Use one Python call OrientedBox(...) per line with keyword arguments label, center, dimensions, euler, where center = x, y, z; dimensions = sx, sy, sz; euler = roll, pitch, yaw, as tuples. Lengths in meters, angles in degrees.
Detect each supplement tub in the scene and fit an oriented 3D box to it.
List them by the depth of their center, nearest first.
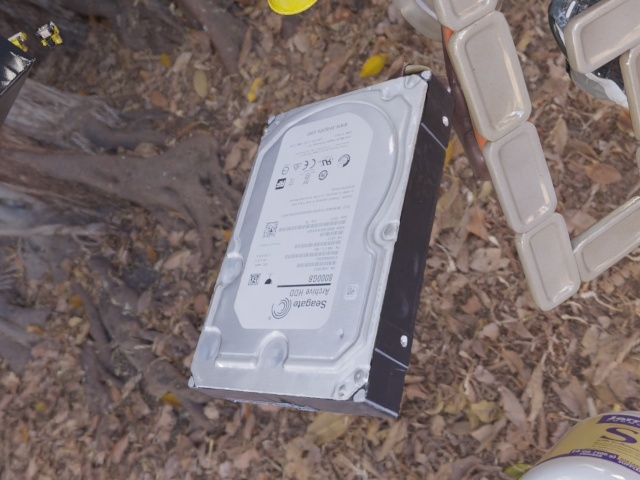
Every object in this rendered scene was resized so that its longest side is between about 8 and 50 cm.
OrientedBox(label="supplement tub", center=(0.412, 0.376, 0.916), dimensions=(0.241, 0.331, 0.241), euler=(2, 94, 35))

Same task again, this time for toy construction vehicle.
OrientedBox(label="toy construction vehicle", center=(-0.404, -0.271, 0.931), dimensions=(0.085, 0.035, 0.098), euler=(-31, 35, -2))

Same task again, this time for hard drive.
OrientedBox(label="hard drive", center=(0.000, 0.000, 0.686), dimensions=(0.236, 0.064, 0.339), euler=(-6, 61, 41))

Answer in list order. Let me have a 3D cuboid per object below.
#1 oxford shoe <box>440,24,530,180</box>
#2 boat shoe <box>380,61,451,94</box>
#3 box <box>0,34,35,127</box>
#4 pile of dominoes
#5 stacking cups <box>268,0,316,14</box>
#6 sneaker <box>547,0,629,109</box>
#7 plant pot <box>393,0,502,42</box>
OrientedBox(label="oxford shoe", center=(0.203, -0.211, 0.906), dimensions=(0.098, 0.096, 0.272), euler=(141, 121, -66))
OrientedBox(label="boat shoe", center=(0.176, -0.274, 1.272), dimensions=(0.123, 0.123, 0.342), euler=(-54, 14, 5))
OrientedBox(label="box", center=(-0.416, -0.120, 0.629), dimensions=(0.261, 0.184, 0.103), euler=(-39, 22, 38))
OrientedBox(label="pile of dominoes", center=(0.151, -0.111, 0.349), dimensions=(0.196, 0.251, 0.040), euler=(-33, 31, -9))
OrientedBox(label="stacking cups", center=(-0.088, -0.456, 0.924), dimensions=(0.096, 0.316, 0.096), euler=(-8, 65, 17))
OrientedBox(label="sneaker", center=(0.411, -0.280, 1.016), dimensions=(0.108, 0.271, 0.100), euler=(21, 86, 49))
OrientedBox(label="plant pot", center=(0.361, -0.684, 1.591), dimensions=(0.280, 0.323, 0.323), euler=(146, 132, -60))
